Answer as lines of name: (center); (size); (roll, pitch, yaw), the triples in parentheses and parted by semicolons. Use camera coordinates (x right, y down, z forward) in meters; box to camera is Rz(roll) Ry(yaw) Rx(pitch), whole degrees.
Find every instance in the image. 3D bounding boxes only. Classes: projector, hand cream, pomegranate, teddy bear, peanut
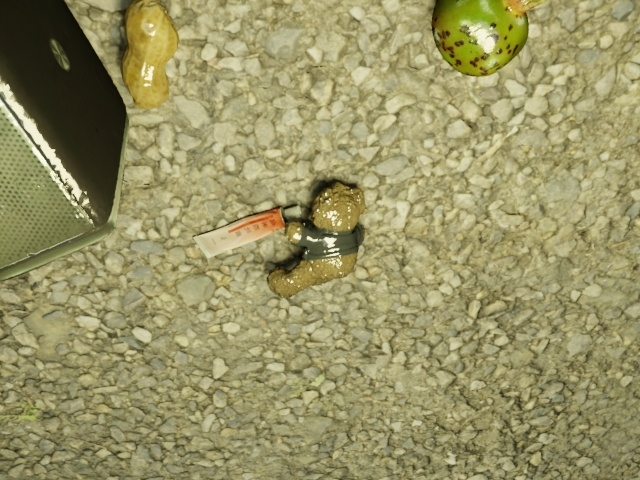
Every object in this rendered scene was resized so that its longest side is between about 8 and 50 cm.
projector: (-0.470, -0.215, 1.088); (0.242, 0.395, 0.405); (-21, 127, 7)
hand cream: (-0.137, -0.023, 1.498); (0.216, 0.038, 0.052); (-21, 98, 12)
pomegranate: (0.269, -0.348, 1.227); (0.159, 0.159, 0.205); (30, 144, -26)
teddy bear: (0.013, 0.013, 1.479); (0.182, 0.129, 0.251); (-15, 135, -47)
peanut: (-0.275, -0.298, 1.252); (0.089, 0.089, 0.193); (7, 128, -13)
